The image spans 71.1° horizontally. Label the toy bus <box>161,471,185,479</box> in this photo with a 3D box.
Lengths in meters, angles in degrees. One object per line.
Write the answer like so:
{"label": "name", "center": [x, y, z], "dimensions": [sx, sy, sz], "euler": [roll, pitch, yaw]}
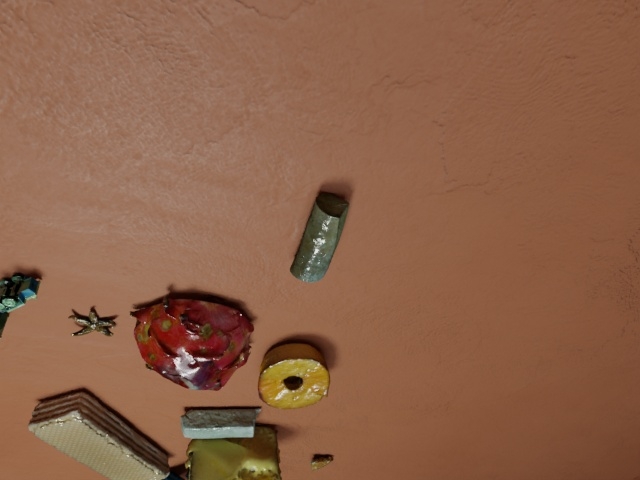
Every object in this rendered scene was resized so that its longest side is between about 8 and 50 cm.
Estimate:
{"label": "toy bus", "center": [-0.437, 0.766, 1.334], "dimensions": [0.185, 0.106, 0.090], "euler": [-3, 144, 43]}

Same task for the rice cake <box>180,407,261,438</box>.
{"label": "rice cake", "center": [-0.262, 0.482, 1.178], "dimensions": [0.207, 0.063, 0.069], "euler": [5, 132, -13]}

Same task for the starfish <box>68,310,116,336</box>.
{"label": "starfish", "center": [-0.460, 0.170, 0.898], "dimensions": [0.091, 0.028, 0.078], "euler": [33, 113, -28]}

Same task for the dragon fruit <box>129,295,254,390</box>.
{"label": "dragon fruit", "center": [-0.238, 0.204, 0.895], "dimensions": [0.274, 0.126, 0.161], "euler": [30, 121, -30]}

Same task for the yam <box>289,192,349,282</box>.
{"label": "yam", "center": [0.000, 0.000, 0.795], "dimensions": [0.068, 0.068, 0.169], "euler": [10, 129, -17]}

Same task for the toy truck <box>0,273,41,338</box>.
{"label": "toy truck", "center": [-0.581, 0.124, 0.819], "dimensions": [0.175, 0.067, 0.081], "euler": [-24, 136, 8]}

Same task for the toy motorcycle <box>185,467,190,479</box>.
{"label": "toy motorcycle", "center": [-0.332, 0.696, 1.302], "dimensions": [0.123, 0.080, 0.215], "euler": [34, 155, 2]}

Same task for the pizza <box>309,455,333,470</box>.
{"label": "pizza", "center": [-0.005, 0.708, 1.439], "dimensions": [0.083, 0.025, 0.078], "euler": [-29, 134, 8]}

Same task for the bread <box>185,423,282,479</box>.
{"label": "bread", "center": [-0.239, 0.608, 1.211], "dimensions": [0.262, 0.204, 0.162], "euler": [11, 138, -24]}

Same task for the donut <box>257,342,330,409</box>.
{"label": "donut", "center": [-0.065, 0.314, 1.055], "dimensions": [0.174, 0.074, 0.190], "euler": [-12, 127, 4]}

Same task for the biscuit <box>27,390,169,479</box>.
{"label": "biscuit", "center": [-0.552, 0.535, 1.170], "dimensions": [0.144, 0.078, 0.426], "euler": [-16, 132, 5]}
